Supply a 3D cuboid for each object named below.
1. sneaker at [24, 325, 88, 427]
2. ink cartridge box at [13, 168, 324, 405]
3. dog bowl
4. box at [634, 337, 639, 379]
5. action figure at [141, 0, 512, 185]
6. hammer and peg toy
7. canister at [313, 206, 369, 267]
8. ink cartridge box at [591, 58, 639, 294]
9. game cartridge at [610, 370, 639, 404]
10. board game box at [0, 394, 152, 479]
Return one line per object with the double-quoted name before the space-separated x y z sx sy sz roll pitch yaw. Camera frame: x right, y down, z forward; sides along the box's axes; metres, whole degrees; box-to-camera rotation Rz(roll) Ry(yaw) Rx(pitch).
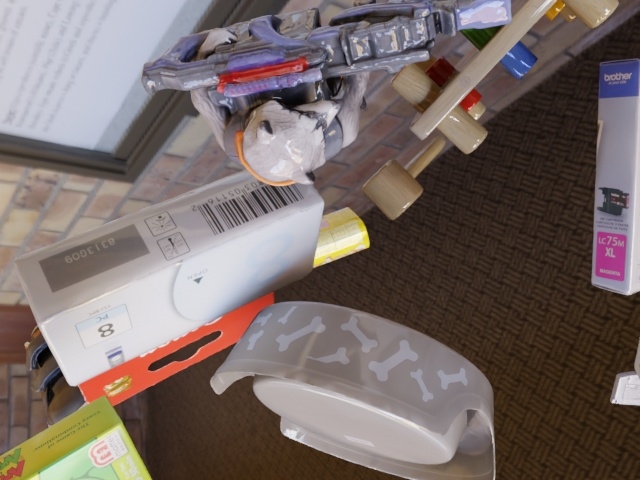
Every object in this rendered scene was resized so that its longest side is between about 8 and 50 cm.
"sneaker" -0.427 0.201 1.064 0.126 0.127 0.321 -40 23 -5
"ink cartridge box" -0.161 0.099 0.789 0.091 0.308 0.385 52 154 28
"dog bowl" 0.046 0.189 0.773 0.348 0.348 0.102 -15 46 51
"box" 0.326 0.102 0.407 0.181 0.181 0.119 -77 -16 -56
"action figure" 0.022 -0.158 0.647 0.341 0.330 0.179 -3 123 20
"hammer and peg toy" 0.177 -0.209 0.795 0.361 0.127 0.266 -46 4 25
"canister" 0.000 0.000 1.281 0.126 0.169 0.073 -127 19 -63
"ink cartridge box" 0.409 -0.105 0.760 0.065 0.185 0.311 19 113 57
"game cartridge" 0.521 0.243 1.048 0.017 0.083 0.056 -115 32 -71
"board game box" -0.203 0.194 0.423 0.043 0.181 0.092 25 138 53
